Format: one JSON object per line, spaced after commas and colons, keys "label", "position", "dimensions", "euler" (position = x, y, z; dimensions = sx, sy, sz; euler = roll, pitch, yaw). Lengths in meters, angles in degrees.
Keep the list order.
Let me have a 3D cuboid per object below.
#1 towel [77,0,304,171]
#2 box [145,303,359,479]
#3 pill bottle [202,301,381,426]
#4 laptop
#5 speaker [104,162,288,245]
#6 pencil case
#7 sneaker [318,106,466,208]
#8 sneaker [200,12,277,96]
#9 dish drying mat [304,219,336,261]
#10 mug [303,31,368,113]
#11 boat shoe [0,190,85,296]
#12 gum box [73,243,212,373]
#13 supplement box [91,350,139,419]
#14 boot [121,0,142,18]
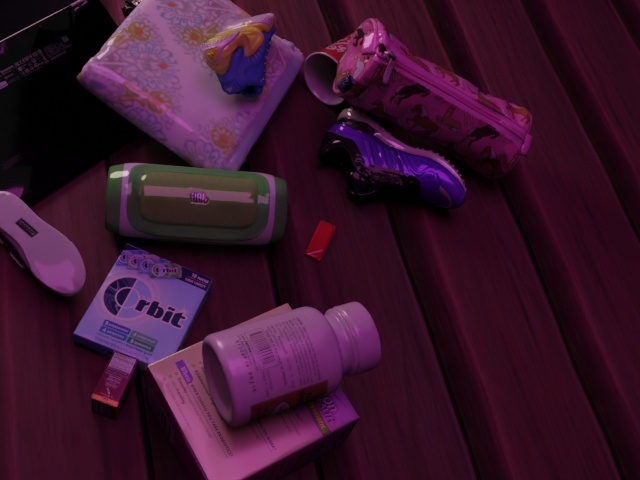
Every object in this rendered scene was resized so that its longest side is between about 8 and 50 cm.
{"label": "towel", "position": [-0.224, -0.314, 1.601], "dimensions": [0.320, 0.090, 0.374], "euler": [34, 51, -10]}
{"label": "box", "position": [-0.107, 0.248, 1.285], "dimensions": [0.243, 0.117, 0.213], "euler": [-23, 65, -25]}
{"label": "pill bottle", "position": [-0.038, 0.165, 1.203], "dimensions": [0.229, 0.131, 0.131], "euler": [-15, 62, -22]}
{"label": "laptop", "position": [-0.566, -0.287, 1.584], "dimensions": [0.382, 0.236, 0.408], "euler": [-41, 103, -31]}
{"label": "speaker", "position": [-0.210, -0.061, 1.457], "dimensions": [0.296, 0.131, 0.131], "euler": [4, 57, -11]}
{"label": "pencil case", "position": [0.213, -0.259, 1.609], "dimensions": [0.386, 0.160, 0.167], "euler": [26, 33, -19]}
{"label": "sneaker", "position": [0.122, -0.117, 1.598], "dimensions": [0.293, 0.102, 0.146], "euler": [31, 59, 14]}
{"label": "sneaker", "position": [-0.136, -0.333, 1.570], "dimensions": [0.091, 0.126, 0.240], "euler": [-5, 24, 29]}
{"label": "dish drying mat", "position": [0.000, 0.000, 1.539], "dimensions": [0.032, 0.008, 0.083], "euler": [23, 55, 3]}
{"label": "mug", "position": [0.065, -0.344, 1.741], "dimensions": [0.113, 0.150, 0.169], "euler": [12, 40, 40]}
{"label": "boat shoe", "position": [-0.455, 0.012, 1.381], "dimensions": [0.078, 0.070, 0.219], "euler": [-37, 74, -28]}
{"label": "gum box", "position": [-0.281, 0.112, 1.376], "dimensions": [0.157, 0.041, 0.184], "euler": [22, 54, 2]}
{"label": "supplement box", "position": [-0.309, 0.218, 1.292], "dimensions": [0.043, 0.055, 0.083], "euler": [20, 54, 0]}
{"label": "boot", "position": [-0.341, -0.525, 1.746], "dimensions": [0.236, 0.085, 0.178], "euler": [46, 58, 8]}
